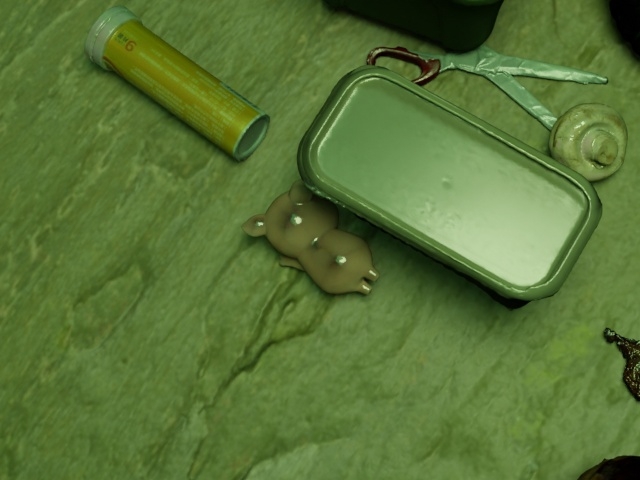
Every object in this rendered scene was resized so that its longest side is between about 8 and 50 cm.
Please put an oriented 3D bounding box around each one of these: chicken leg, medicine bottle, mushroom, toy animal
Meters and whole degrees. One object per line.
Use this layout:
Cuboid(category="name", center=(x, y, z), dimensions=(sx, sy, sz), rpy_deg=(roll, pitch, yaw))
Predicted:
Cuboid(category="chicken leg", center=(0.315, 0.122, 0.907), dimensions=(0.036, 0.021, 0.083), rpy_deg=(-24, 75, 12))
Cuboid(category="medicine bottle", center=(-0.159, -0.175, 1.011), dimensions=(0.218, 0.074, 0.074), rpy_deg=(36, 85, 12))
Cuboid(category="mushroom", center=(0.278, -0.100, 0.929), dimensions=(0.083, 0.067, 0.084), rpy_deg=(-7, 111, -19))
Cuboid(category="toy animal", center=(-0.001, 0.000, 0.946), dimensions=(0.150, 0.089, 0.083), rpy_deg=(38, 82, 5))

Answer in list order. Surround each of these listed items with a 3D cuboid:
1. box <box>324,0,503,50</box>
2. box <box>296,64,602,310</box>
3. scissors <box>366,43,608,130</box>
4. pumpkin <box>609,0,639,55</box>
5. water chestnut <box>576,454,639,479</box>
Cuboid(category="box", center=(0.127, -0.374, 0.948), dimensions=(0.252, 0.178, 0.329), rpy_deg=(24, 75, 11))
Cuboid(category="box", center=(0.120, -0.037, 0.886), dimensions=(0.274, 0.178, 0.138), rpy_deg=(32, 84, 13))
Cuboid(category="scissors", center=(0.185, -0.194, 0.994), dimensions=(0.247, 0.017, 0.144), rpy_deg=(28, 84, 11))
Cuboid(category="pumpkin", center=(0.384, -0.263, 0.911), dimensions=(0.194, 0.150, 0.194), rpy_deg=(-5, 75, 18))
Cuboid(category="water chestnut", center=(0.262, 0.300, 0.793), dimensions=(0.238, 0.223, 0.224), rpy_deg=(14, 77, 55))
